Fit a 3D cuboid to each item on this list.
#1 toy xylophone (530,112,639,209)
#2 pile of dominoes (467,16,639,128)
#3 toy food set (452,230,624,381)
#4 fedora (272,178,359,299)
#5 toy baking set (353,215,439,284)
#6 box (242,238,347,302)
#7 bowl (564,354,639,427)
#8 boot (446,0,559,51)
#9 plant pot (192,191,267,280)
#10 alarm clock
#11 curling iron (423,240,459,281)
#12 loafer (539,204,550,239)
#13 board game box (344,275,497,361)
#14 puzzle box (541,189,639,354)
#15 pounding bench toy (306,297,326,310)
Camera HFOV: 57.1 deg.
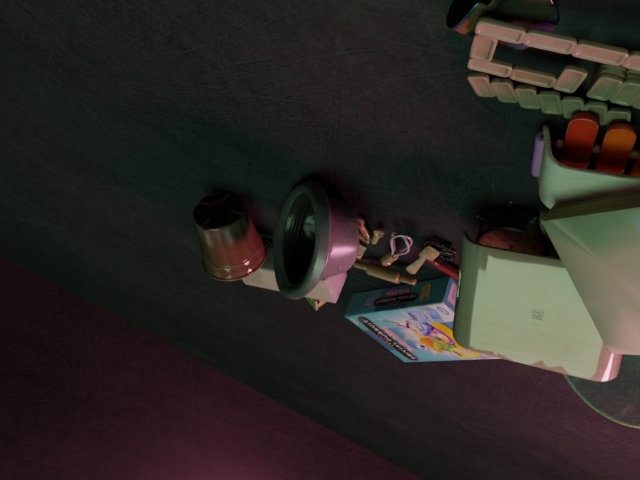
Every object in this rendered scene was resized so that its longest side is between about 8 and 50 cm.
[{"bbox_3d":[0.470,-0.071,0.881,0.323,0.081,0.236,16,155,13],"label":"toy xylophone"},{"bbox_3d":[0.319,-0.223,0.770,0.251,0.040,0.196,17,172,9],"label":"pile of dominoes"},{"bbox_3d":[0.395,0.110,1.059,0.306,0.092,0.219,10,116,21],"label":"toy food set"},{"bbox_3d":[0.000,0.000,1.252,0.124,0.243,0.275,3,148,-23],"label":"fedora"},{"bbox_3d":[0.142,0.032,1.305,0.256,0.030,0.196,19,151,28],"label":"toy baking set"},{"bbox_3d":[-0.080,0.072,1.506,0.275,0.094,0.113,10,148,23],"label":"box"},{"bbox_3d":[0.599,0.183,1.096,0.156,0.289,0.289,-11,166,-30],"label":"bowl"},{"bbox_3d":[0.257,-0.304,0.687,0.106,0.082,0.219,18,158,-22],"label":"boot"},{"bbox_3d":[-0.226,-0.017,1.416,0.167,0.167,0.165,12,141,21],"label":"plant pot"},{"bbox_3d":[0.366,0.008,1.105,0.129,0.064,0.192,4,142,31],"label":"alarm clock"},{"bbox_3d":[0.328,0.085,1.288,0.274,0.035,0.068,37,148,-22],"label":"curling iron"},{"bbox_3d":[0.432,-0.019,1.029,0.148,0.056,0.050,32,151,-34],"label":"loafer"},{"bbox_3d":[0.266,0.213,1.499,0.254,0.079,0.336,39,147,-25],"label":"board game box"},{"bbox_3d":[0.534,0.044,0.770,0.409,0.052,0.272,-9,119,53],"label":"puzzle box"},{"bbox_3d":[-0.002,0.134,1.575,0.052,0.065,0.083,48,161,27],"label":"pounding bench toy"}]
